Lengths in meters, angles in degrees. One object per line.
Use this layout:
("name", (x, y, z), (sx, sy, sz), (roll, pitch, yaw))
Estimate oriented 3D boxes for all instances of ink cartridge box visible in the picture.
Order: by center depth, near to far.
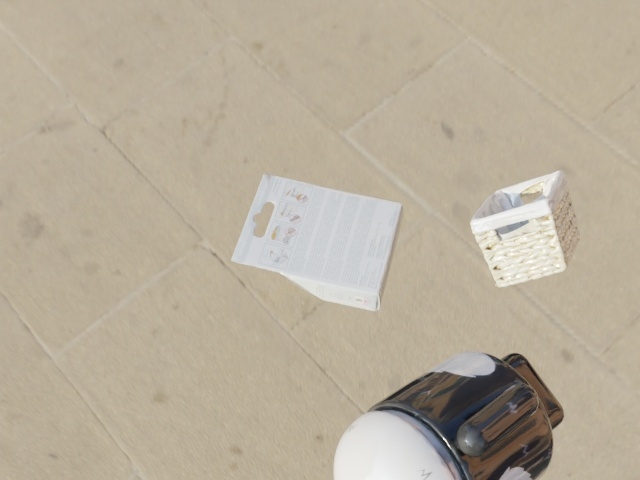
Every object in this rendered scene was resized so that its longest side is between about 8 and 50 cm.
("ink cartridge box", (0.000, 0.000, 1.543), (0.232, 0.066, 0.189), (10, 53, 10))

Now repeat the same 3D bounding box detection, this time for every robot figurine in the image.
("robot figurine", (0.145, 0.232, 1.089), (0.278, 0.209, 0.173), (-25, 34, -35))

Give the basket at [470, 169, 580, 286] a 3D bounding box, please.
("basket", (0.287, -0.016, 1.347), (0.113, 0.167, 0.103), (-17, 101, 26))
